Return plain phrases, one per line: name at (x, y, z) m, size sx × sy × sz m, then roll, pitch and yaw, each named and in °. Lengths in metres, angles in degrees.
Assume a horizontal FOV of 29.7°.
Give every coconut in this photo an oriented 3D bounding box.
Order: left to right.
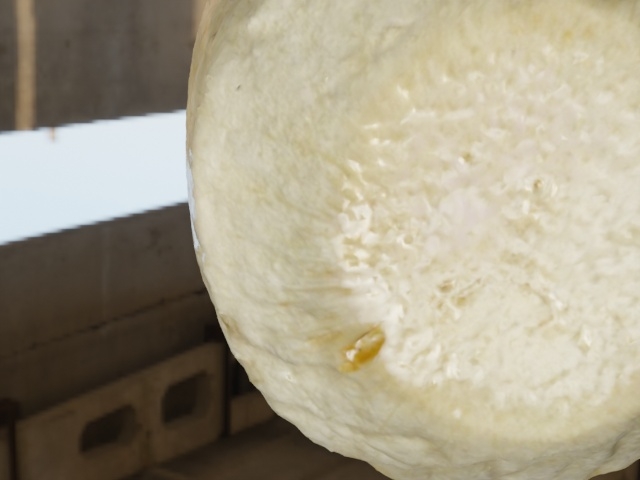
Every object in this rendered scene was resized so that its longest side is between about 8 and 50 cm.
coconut at (0.070, -0.050, 0.573) m, size 0.328 × 0.329 × 0.329 m, roll 2°, pitch -167°, yaw 0°
